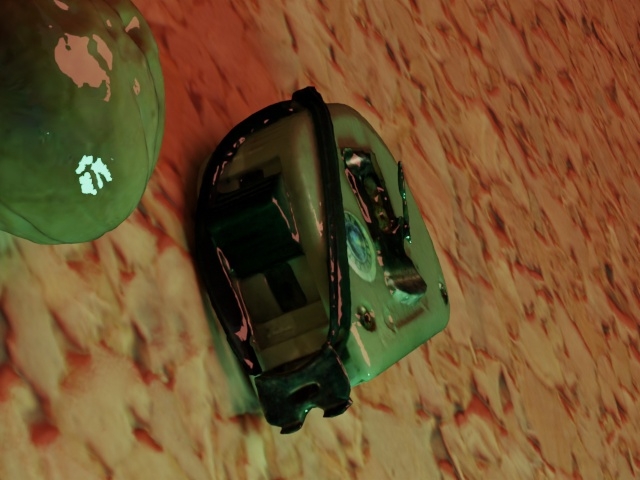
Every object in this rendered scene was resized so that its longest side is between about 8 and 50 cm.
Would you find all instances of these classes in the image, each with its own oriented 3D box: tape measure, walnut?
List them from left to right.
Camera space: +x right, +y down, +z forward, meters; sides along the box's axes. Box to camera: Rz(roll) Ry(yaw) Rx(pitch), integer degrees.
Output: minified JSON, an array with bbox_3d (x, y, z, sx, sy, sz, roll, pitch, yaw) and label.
[{"bbox_3d":[-0.149,-0.076,0.892,0.162,0.140,0.140,44,28,-14],"label":"walnut"},{"bbox_3d":[0.000,0.000,1.177,0.207,0.115,0.235,69,23,-1],"label":"tape measure"}]
